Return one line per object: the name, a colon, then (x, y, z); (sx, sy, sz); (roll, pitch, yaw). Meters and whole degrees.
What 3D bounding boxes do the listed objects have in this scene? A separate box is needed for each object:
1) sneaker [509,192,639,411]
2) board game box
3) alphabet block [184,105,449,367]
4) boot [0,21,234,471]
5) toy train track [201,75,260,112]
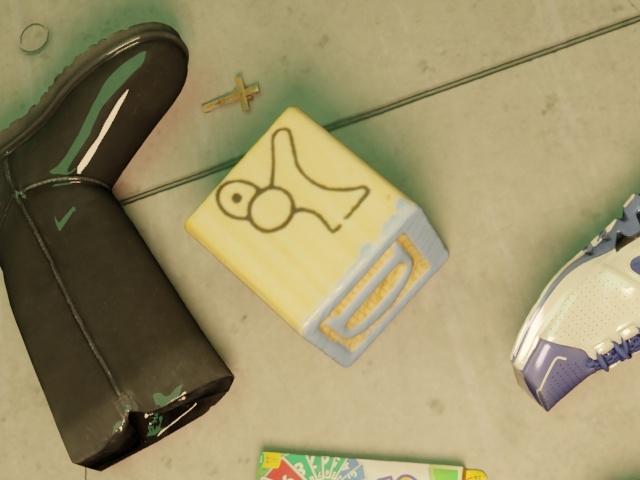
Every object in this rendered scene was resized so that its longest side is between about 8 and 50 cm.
sneaker: (0.355, 0.068, 1.179); (0.182, 0.127, 0.315); (39, 85, 26)
board game box: (0.051, 0.306, 1.245); (0.259, 0.039, 0.124); (2, 73, 15)
alphabet block: (0.000, 0.000, 1.276); (0.192, 0.193, 0.197); (-47, 65, -3)
boot: (-0.228, 0.002, 1.363); (0.367, 0.146, 0.445); (-38, 60, 14)
toy train track: (-0.116, -0.184, 1.473); (0.083, 0.014, 0.048); (-18, 75, 17)
